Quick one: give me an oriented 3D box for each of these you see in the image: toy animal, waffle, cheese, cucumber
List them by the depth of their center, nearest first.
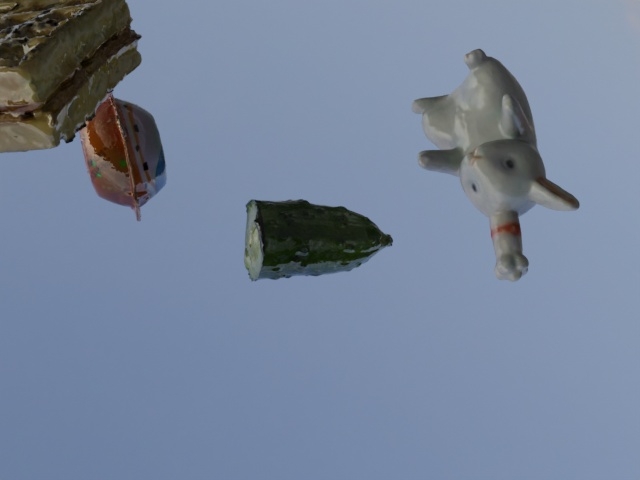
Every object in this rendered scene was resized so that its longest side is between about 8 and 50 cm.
[{"bbox_3d":[-0.414,-0.187,1.617,0.376,0.114,0.261,-3,-153,21],"label":"waffle"},{"bbox_3d":[0.208,-0.098,1.704,0.138,0.140,0.282,33,-147,-35],"label":"toy animal"},{"bbox_3d":[0.001,0.001,2.224,0.244,0.134,0.134,-1,-139,-18],"label":"cucumber"},{"bbox_3d":[-0.340,-0.189,2.365,0.129,0.217,0.329,-12,-114,-10],"label":"cheese"}]
